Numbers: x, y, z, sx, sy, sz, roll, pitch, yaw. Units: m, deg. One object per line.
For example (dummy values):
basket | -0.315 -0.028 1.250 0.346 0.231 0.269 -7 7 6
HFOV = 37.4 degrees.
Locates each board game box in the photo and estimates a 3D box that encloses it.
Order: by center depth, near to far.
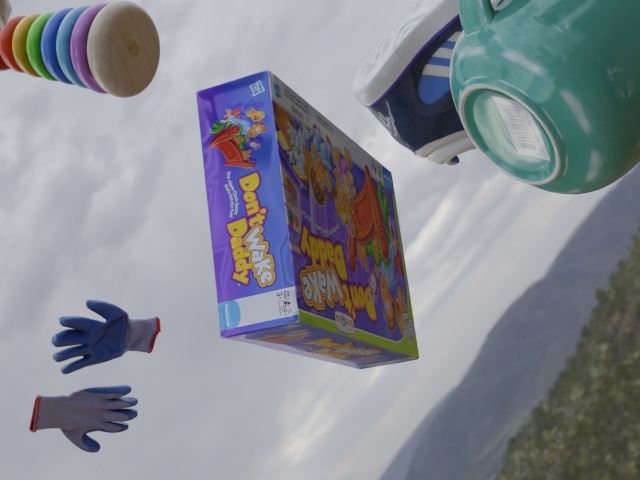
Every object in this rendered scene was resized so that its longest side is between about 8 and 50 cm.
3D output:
board game box | 0.000 0.000 0.978 0.078 0.233 0.347 -13 -16 20

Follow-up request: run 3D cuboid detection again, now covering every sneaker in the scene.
sneaker | 0.226 -0.259 1.377 0.323 0.236 0.130 -47 22 15

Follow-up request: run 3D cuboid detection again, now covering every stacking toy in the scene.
stacking toy | -0.414 -0.302 1.449 0.141 0.330 0.141 -29 -56 -56

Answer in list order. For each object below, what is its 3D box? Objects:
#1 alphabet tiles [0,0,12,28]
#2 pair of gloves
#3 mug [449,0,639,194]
alphabet tiles | -0.384 -0.226 0.707 0.278 0.284 0.021 119 165 -76
pair of gloves | -0.275 0.170 1.162 0.159 0.023 0.198 9 -81 -49
mug | 0.131 -0.100 0.563 0.097 0.158 0.129 -44 -14 -18
